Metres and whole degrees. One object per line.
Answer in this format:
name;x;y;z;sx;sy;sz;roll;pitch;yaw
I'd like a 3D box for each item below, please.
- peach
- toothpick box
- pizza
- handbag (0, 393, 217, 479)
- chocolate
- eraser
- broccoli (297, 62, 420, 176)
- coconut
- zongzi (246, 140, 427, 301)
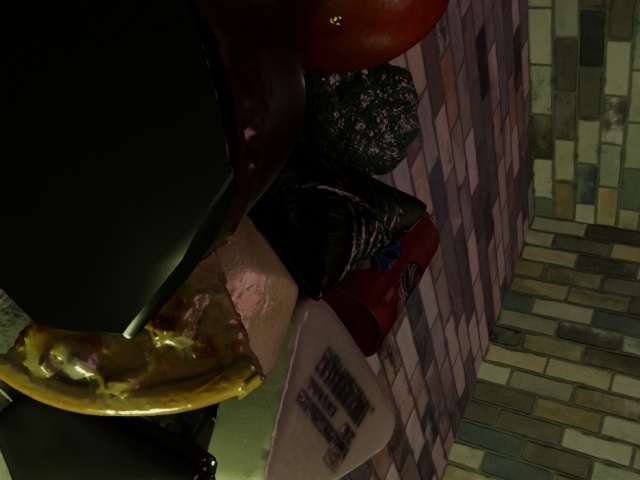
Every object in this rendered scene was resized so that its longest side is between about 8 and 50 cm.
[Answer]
peach;0.036;-0.403;1.087;0.308;0.332;0.308;58;16;-26
toothpick box;0.112;0.072;1.537;0.333;0.204;0.204;-52;143;-43
pizza;-0.215;0.086;0.796;0.089;0.323;0.223;69;23;-66
handbag;-0.231;0.328;0.872;0.152;0.287;0.343;-45;136;-48
chocolate;-0.178;-0.137;0.739;0.331;0.383;0.384;-28;124;-61
eraser;-0.013;0.277;1.164;0.331;0.149;0.332;0;89;-49
broccoli;0.059;-0.247;1.309;0.270;0.269;0.270;68;9;-47
coconut;-0.160;0.078;0.966;0.245;0.244;0.248;33;70;-61
zongzi;0.000;0.000;1.153;0.383;0.319;0.362;42;21;-48
